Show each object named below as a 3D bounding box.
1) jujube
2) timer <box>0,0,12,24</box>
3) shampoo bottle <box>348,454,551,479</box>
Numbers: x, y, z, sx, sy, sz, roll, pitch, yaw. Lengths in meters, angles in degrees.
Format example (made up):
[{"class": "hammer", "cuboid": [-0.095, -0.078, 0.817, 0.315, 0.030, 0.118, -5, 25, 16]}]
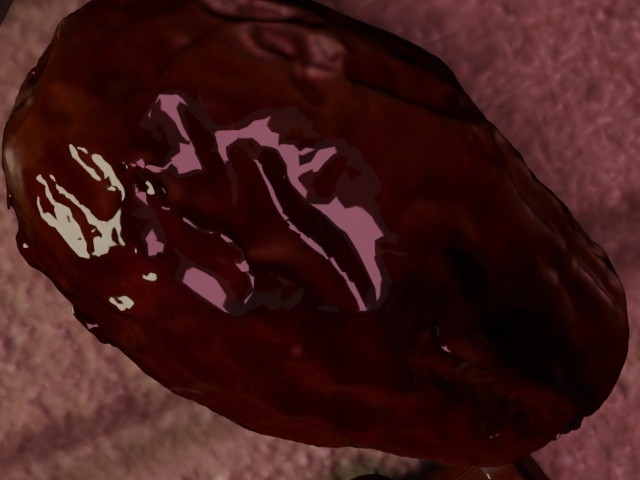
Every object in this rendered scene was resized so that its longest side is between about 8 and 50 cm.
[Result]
[{"class": "jujube", "cuboid": [0.000, 0.000, 0.599, 0.290, 0.197, 0.197, 30, 105, -21]}, {"class": "timer", "cuboid": [-0.184, -0.153, 0.583, 0.136, 0.099, 0.136, -2, 100, -11]}, {"class": "shampoo bottle", "cuboid": [-0.006, 0.220, 0.730, 0.314, 0.076, 0.118, -40, 92, 10]}]
